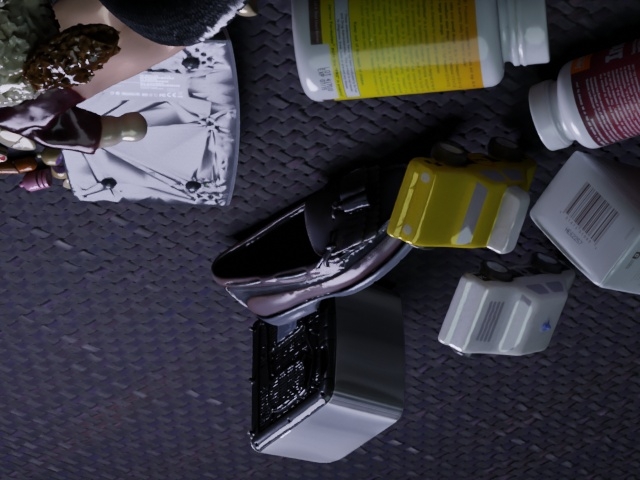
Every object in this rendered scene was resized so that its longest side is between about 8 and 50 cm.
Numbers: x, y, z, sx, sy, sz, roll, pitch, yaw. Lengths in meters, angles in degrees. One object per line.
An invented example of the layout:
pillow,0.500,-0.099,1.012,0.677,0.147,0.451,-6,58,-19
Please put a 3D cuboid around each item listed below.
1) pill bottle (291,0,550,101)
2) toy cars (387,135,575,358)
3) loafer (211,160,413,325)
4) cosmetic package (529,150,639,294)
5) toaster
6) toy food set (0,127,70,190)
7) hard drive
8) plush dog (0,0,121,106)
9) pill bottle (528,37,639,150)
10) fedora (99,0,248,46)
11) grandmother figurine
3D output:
pill bottle,0.088,-0.186,1.693,0.215,0.117,0.117,-4,146,8
toy cars,0.184,0.022,1.954,0.087,0.176,0.394,32,163,33
loafer,0.000,0.000,1.994,0.095,0.109,0.302,26,142,-26
cosmetic package,0.318,-0.007,1.889,0.231,0.117,0.085,13,120,-48
toaster,0.007,0.132,2.137,0.110,0.168,0.185,16,145,-27
toy food set,-0.293,-0.077,1.951,0.122,0.019,0.078,19,143,-25
hard drive,-0.161,-0.125,1.845,0.172,0.054,0.255,2,145,-1
plush dog,-0.273,-0.197,1.493,0.262,0.210,0.225,25,151,47
pill bottle,0.272,-0.135,1.798,0.152,0.086,0.086,-18,143,24
fedora,-0.081,-0.305,1.440,0.152,0.334,0.334,-21,159,-32
grandmother figurine,-0.222,-0.153,1.688,0.342,0.104,0.208,-28,120,11
